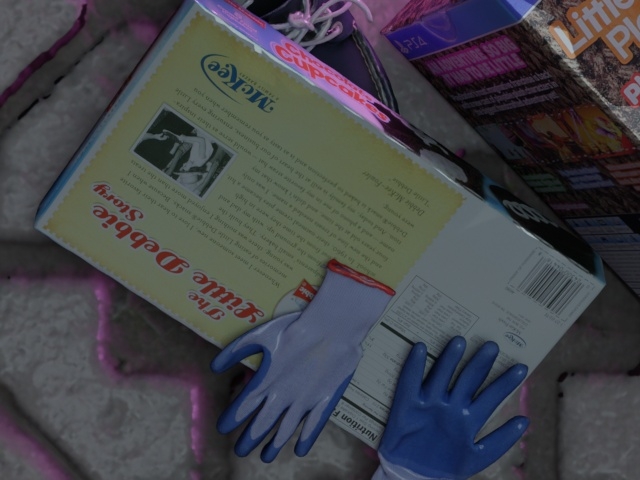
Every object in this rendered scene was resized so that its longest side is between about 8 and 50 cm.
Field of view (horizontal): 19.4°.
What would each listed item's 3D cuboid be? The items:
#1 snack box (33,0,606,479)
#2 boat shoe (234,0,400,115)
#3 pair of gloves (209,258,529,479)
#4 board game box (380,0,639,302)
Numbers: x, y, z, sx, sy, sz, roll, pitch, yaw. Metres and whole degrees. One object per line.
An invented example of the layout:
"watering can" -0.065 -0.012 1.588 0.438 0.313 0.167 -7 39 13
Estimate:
"snack box" 0.000 0.000 1.209 0.322 0.060 0.187 34 109 -12
"boat shoe" -0.029 -0.156 1.227 0.095 0.079 0.254 -35 98 -11
"pair of gloves" 0.029 0.103 1.206 0.198 0.023 0.159 28 112 -10
"board game box" 0.213 -0.092 1.207 0.291 0.232 0.141 45 80 -10
